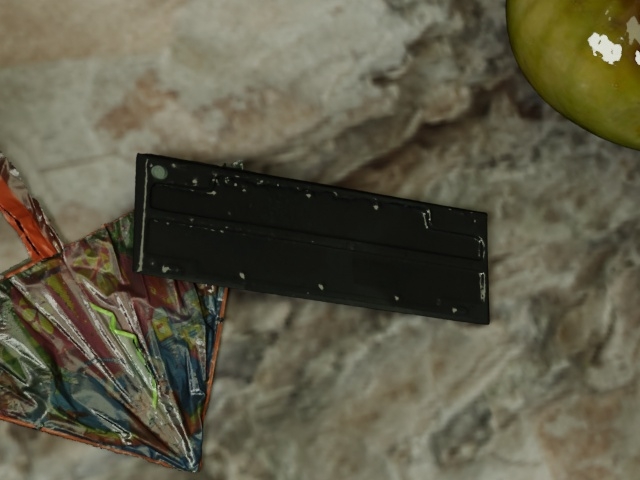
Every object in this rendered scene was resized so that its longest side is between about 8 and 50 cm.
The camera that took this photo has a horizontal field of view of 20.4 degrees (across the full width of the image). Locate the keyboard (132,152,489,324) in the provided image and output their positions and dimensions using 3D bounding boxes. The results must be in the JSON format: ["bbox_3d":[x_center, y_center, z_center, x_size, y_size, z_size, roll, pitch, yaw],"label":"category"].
[{"bbox_3d":[0.000,0.000,0.885,0.198,0.010,0.063,9,71,-26],"label":"keyboard"}]

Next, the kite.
[{"bbox_3d":[-0.114,0.033,0.830,0.232,0.009,0.189,-32,88,-29],"label":"kite"}]

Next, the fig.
[{"bbox_3d":[0.170,-0.112,0.944,0.136,0.121,0.153,-36,90,-25],"label":"fig"}]
